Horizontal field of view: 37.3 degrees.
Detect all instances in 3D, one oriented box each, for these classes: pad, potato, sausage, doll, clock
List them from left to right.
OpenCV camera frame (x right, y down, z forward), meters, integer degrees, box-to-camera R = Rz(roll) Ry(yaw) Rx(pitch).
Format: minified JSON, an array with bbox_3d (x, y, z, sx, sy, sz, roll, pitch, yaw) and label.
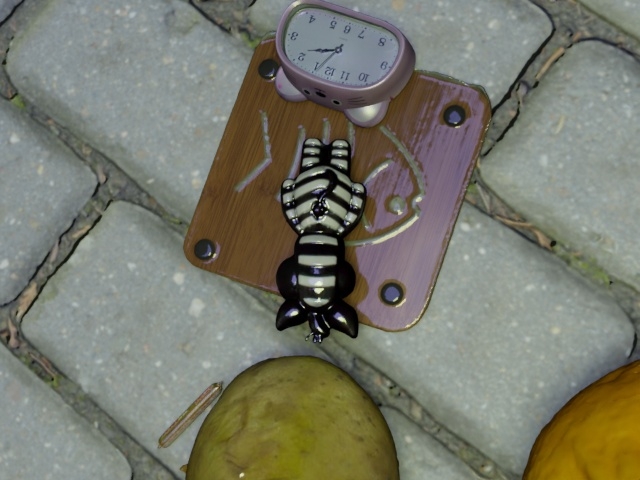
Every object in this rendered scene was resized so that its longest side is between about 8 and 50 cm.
[{"bbox_3d":[-0.140,0.188,1.021,0.100,0.015,0.015,-46,74,1],"label":"sausage"},{"bbox_3d":[-0.028,0.240,0.906,0.229,0.229,0.266,1,55,12],"label":"potato"},{"bbox_3d":[0.000,0.000,0.987,0.091,0.067,0.219,3,76,2],"label":"doll"},{"bbox_3d":[0.017,-0.069,1.039,0.284,0.018,0.286,18,85,14],"label":"pad"},{"bbox_3d":[0.018,-0.193,1.024,0.153,0.050,0.110,22,85,15],"label":"clock"}]

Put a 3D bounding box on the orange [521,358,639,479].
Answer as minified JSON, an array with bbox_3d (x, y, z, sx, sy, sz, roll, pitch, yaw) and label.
[{"bbox_3d":[0.314,0.249,0.748,0.341,0.293,0.340,-17,60,32],"label":"orange"}]
